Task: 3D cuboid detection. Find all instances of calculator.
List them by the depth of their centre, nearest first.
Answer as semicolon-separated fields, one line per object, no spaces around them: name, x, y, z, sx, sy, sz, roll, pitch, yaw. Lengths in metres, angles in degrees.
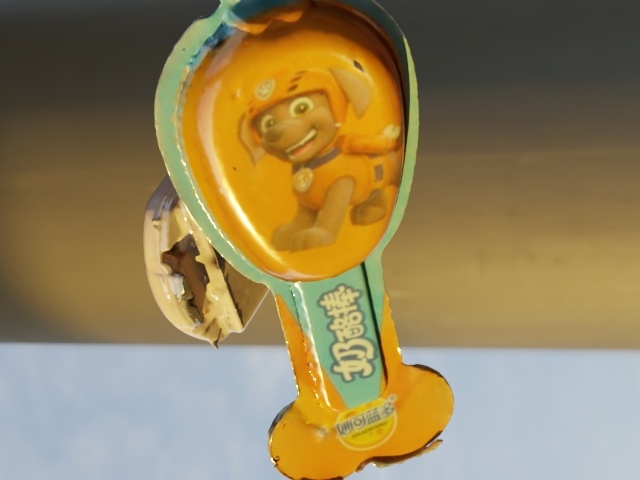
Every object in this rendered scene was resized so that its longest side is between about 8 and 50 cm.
calculator;-0.034;-0.029;0.941;0.175;0.032;0.100;-58;-35;-35

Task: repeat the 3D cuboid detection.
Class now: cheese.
cheese;0.000;0.000;0.335;0.017;0.047;0.111;-115;10;-57
